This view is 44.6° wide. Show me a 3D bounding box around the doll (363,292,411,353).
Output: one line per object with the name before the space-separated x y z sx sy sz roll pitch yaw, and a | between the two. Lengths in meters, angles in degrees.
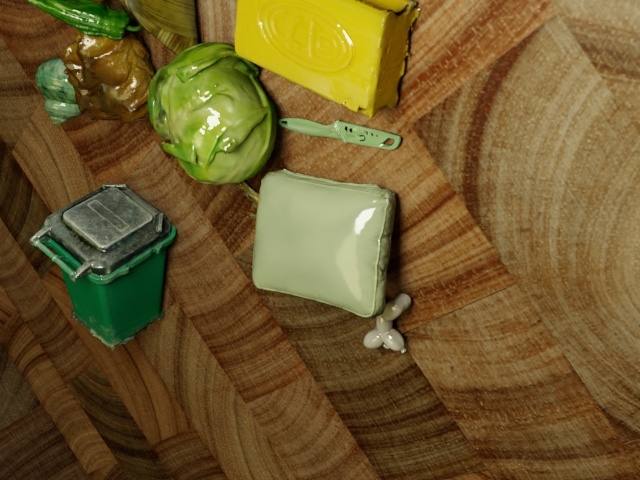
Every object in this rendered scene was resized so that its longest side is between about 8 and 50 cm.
doll | 0.119 0.154 1.582 0.161 0.059 0.160 35 135 22

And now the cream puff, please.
cream puff | -0.466 -0.378 1.738 0.241 0.154 0.268 11 138 28

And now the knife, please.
knife | 0.029 -0.208 1.470 0.293 0.020 0.043 17 124 35

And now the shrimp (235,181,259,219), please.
shrimp | -0.161 -0.088 1.726 0.114 0.023 0.083 45 140 8

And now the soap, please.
soap | 0.000 -0.358 1.344 0.325 0.096 0.204 30 132 27

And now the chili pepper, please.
chili pepper | -0.492 -0.470 1.585 0.257 0.100 0.074 23 114 -14

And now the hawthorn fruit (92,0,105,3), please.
hawthorn fruit | -0.544 -0.572 1.680 0.189 0.189 0.189 23 129 32

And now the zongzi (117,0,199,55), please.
zongzi | -0.286 -0.489 1.499 0.288 0.134 0.286 55 152 -2

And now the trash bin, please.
trash bin | -0.548 0.083 2.018 0.259 0.295 0.381 34 140 24

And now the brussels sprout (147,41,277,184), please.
brussels sprout | -0.209 -0.239 1.530 0.259 0.227 0.294 61 150 17

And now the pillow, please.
pillow | 0.000 0.000 1.526 0.322 0.120 0.255 13 102 37

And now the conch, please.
conch | -0.614 -0.373 1.908 0.176 0.122 0.188 28 140 -2
